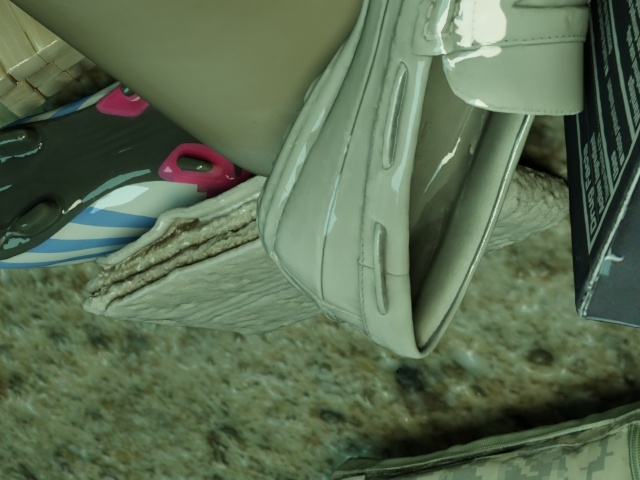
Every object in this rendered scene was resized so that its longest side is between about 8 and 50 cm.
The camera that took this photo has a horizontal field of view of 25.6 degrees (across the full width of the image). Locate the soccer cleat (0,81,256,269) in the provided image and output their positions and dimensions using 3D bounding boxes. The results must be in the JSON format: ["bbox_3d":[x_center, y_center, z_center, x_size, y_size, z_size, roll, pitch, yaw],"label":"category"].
[{"bbox_3d":[-0.097,-0.061,0.942,0.331,0.143,0.116,-14,83,13],"label":"soccer cleat"}]

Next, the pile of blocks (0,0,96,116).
[{"bbox_3d":[-0.267,-0.213,0.923,0.362,0.149,0.112,34,175,13],"label":"pile of blocks"}]

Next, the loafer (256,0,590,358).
[{"bbox_3d":[0.072,-0.093,0.589,0.111,0.112,0.319,43,128,31],"label":"loafer"}]

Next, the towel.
[{"bbox_3d":[0.000,0.000,0.892,0.282,0.187,0.049,-21,71,34],"label":"towel"}]

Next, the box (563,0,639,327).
[{"bbox_3d":[0.218,-0.152,0.561,0.183,0.296,0.294,12,130,-2],"label":"box"}]

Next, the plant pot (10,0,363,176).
[{"bbox_3d":[-0.038,-0.192,0.703,0.323,0.323,0.280,-9,135,31],"label":"plant pot"}]

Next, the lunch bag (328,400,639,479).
[{"bbox_3d":[0.158,0.248,0.969,0.305,0.212,0.256,-19,96,35],"label":"lunch bag"}]
